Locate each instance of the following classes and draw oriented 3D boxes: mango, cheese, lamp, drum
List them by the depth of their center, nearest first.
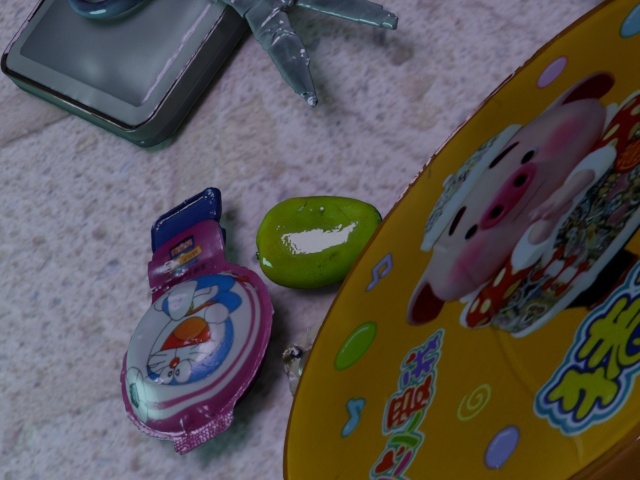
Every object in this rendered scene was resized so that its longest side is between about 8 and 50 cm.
[{"bbox_3d":[0.190,0.060,0.936,0.431,0.214,0.431,-41,21,20],"label":"drum"},{"bbox_3d":[0.000,0.000,1.351,0.108,0.056,0.073,-18,56,26],"label":"mango"},{"bbox_3d":[-0.102,0.058,1.388,0.155,0.062,0.244,-28,45,23],"label":"cheese"},{"bbox_3d":[-0.160,-0.230,1.657,0.269,0.047,0.266,26,78,46],"label":"lamp"}]

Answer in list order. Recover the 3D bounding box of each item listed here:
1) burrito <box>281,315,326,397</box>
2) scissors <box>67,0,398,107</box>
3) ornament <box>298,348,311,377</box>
[{"bbox_3d":[0.044,0.048,1.295,0.185,0.041,0.045,-39,2,11],"label":"burrito"},{"bbox_3d":[-0.065,-0.237,1.536,0.256,0.029,0.383,-48,45,-1],"label":"scissors"},{"bbox_3d":[0.048,0.196,1.166,0.245,0.061,0.230,9,69,44],"label":"ornament"}]
